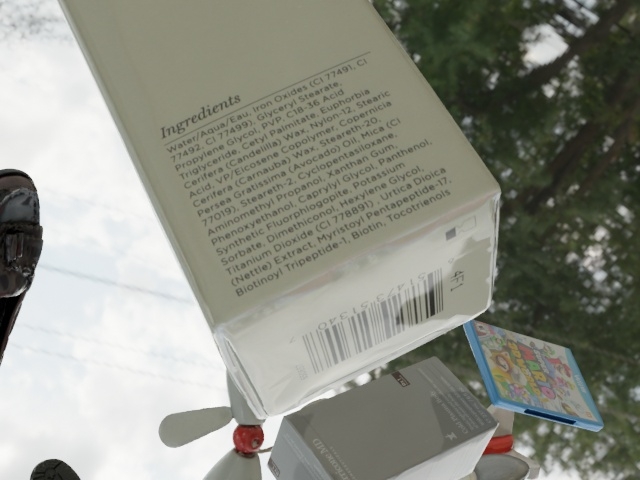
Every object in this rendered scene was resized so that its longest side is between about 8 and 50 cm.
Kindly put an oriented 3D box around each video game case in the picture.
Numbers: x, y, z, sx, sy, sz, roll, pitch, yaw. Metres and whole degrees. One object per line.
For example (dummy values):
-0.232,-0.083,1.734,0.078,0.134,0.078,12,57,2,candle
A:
0.250,0.158,1.150,0.166,0.015,0.119,18,-143,-29,video game case

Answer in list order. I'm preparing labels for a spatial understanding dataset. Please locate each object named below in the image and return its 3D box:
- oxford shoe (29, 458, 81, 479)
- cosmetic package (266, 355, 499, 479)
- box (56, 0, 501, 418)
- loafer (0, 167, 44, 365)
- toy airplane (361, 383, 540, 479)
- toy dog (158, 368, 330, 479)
-0.373,0.428,1.443,0.083,0.096,0.227,-16,-124,-23,oxford shoe
0.071,0.237,1.131,0.238,0.107,0.127,-15,-132,-38,cosmetic package
-0.040,-0.074,0.416,0.094,0.113,0.275,76,168,-59,box
-0.386,0.063,1.167,0.109,0.302,0.095,-2,-146,-48,loafer
0.192,0.358,1.685,0.386,0.272,0.384,-7,-159,16,toy airplane
-0.136,0.324,1.408,0.220,0.333,0.161,33,170,-33,toy dog
